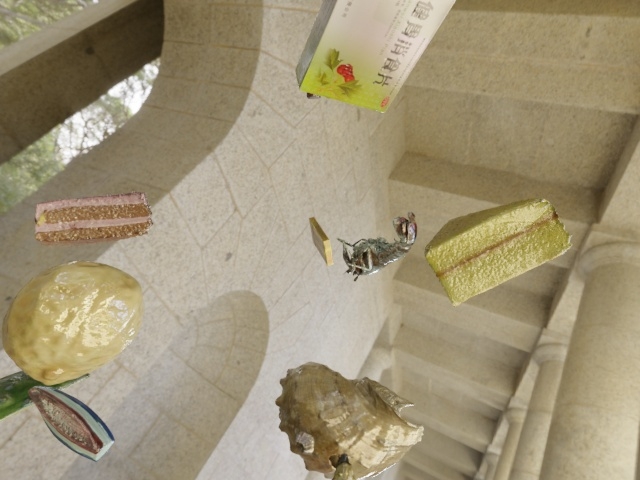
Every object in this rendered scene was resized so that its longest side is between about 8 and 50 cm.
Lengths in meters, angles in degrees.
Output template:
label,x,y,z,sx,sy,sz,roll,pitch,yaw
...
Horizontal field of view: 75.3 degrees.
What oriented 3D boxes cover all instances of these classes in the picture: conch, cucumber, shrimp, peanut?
label,x,y,z,sx,sy,sz,roll,pitch,yaw
conch,0.039,0.375,0.821,0.324,0.186,0.263,-10,-60,51
cucumber,-0.751,0.379,1.070,0.145,0.325,0.105,-30,-97,21
shrimp,0.178,0.032,1.384,0.411,0.221,0.165,-19,-85,55
peanut,-0.299,0.102,0.507,0.141,0.159,0.109,25,8,-22

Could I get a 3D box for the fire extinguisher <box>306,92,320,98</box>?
label,x,y,z,sx,sy,sz,roll,pitch,yaw
fire extinguisher,-0.019,-0.499,1.210,0.078,0.045,0.157,-158,-115,-64

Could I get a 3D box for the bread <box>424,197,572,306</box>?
label,x,y,z,sx,sy,sz,roll,pitch,yaw
bread,0.563,0.023,1.316,0.362,0.245,0.233,-24,-79,47

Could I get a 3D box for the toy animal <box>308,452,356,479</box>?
label,x,y,z,sx,sy,sz,roll,pitch,yaw
toy animal,-0.018,0.430,0.619,0.103,0.219,0.101,38,-50,22

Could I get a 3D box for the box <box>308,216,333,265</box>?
label,x,y,z,sx,sy,sz,roll,pitch,yaw
box,0.000,0.000,1.234,0.156,0.022,0.089,-122,-159,-55

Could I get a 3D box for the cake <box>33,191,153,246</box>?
label,x,y,z,sx,sy,sz,roll,pitch,yaw
cake,-0.567,-0.051,1.025,0.296,0.115,0.113,-9,-5,1

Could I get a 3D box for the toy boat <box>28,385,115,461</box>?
label,x,y,z,sx,sy,sz,roll,pitch,yaw
toy boat,-0.539,0.375,0.877,0.229,0.080,0.046,33,-23,13

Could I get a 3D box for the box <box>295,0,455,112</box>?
label,x,y,z,sx,sy,sz,roll,pitch,yaw
box,0.086,-0.341,0.664,0.175,0.062,0.260,6,-38,-23
